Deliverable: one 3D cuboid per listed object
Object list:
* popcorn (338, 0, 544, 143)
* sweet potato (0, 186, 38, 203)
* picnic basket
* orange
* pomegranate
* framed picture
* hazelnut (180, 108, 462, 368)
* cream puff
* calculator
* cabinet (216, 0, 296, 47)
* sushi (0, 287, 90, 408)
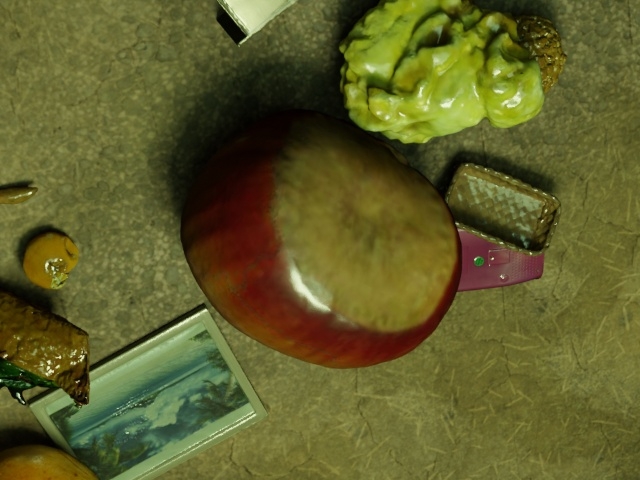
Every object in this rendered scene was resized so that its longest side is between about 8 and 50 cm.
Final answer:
[{"bbox_3d":[0.168,-0.261,1.874,0.285,0.174,0.225,-6,76,11],"label":"popcorn"},{"bbox_3d":[-0.458,-0.061,1.879,0.115,0.026,0.026,-10,116,-7],"label":"sweet potato"},{"bbox_3d":[0.278,-0.050,2.070,0.193,0.055,0.110,22,87,-14],"label":"picnic basket"},{"bbox_3d":[-0.394,0.030,1.919,0.086,0.062,0.086,-5,113,-13],"label":"orange"},{"bbox_3d":[-0.439,0.433,1.990,0.264,0.264,0.264,-7,115,-14],"label":"pomegranate"},{"bbox_3d":[-0.267,0.265,2.086,0.315,0.024,0.232,-30,117,-3],"label":"framed picture"},{"bbox_3d":[0.000,0.000,1.887,0.409,0.359,0.359,31,102,-31],"label":"hazelnut"},{"bbox_3d":[0.300,-0.269,1.971,0.126,0.103,0.144,37,94,-26],"label":"cream puff"},{"bbox_3d":[0.274,0.022,2.136,0.190,0.034,0.127,-9,117,-12],"label":"calculator"},{"bbox_3d":[-0.093,-0.401,1.766,0.215,0.148,0.175,-39,119,4],"label":"cabinet"},{"bbox_3d":[-0.432,0.160,1.913,0.287,0.149,0.140,25,79,12],"label":"sushi"}]
